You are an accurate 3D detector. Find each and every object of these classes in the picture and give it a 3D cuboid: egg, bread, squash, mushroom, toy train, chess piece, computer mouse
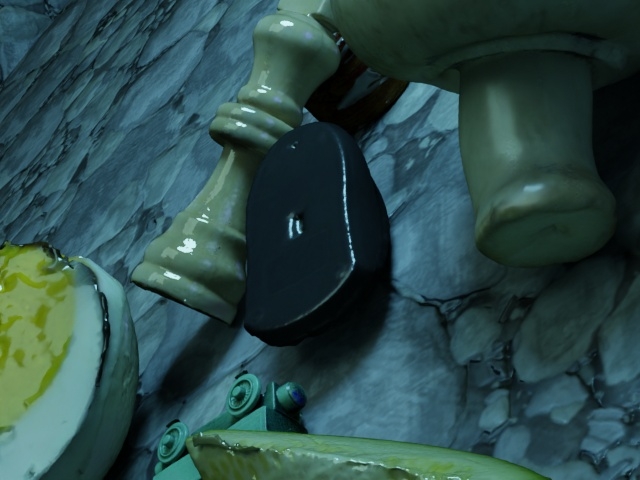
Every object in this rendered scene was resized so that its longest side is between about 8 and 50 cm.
[{"bbox_3d":[-0.309,0.172,1.373,0.337,0.201,0.337,-15,57,25],"label":"egg"},{"bbox_3d":[0.040,-0.199,1.488,0.160,0.073,0.160,-39,25,22],"label":"bread"},{"bbox_3d":[0.040,0.154,0.926,0.252,0.093,0.169,-36,72,28],"label":"squash"},{"bbox_3d":[0.158,-0.193,1.017,0.315,0.315,0.356,-36,20,27],"label":"mushroom"},{"bbox_3d":[-0.079,0.184,1.136,0.172,0.070,0.099,-36,38,28],"label":"toy train"},{"bbox_3d":[-0.068,-0.113,1.383,0.117,0.117,0.397,11,76,63],"label":"chess piece"},{"bbox_3d":[0.000,0.000,1.246,0.137,0.086,0.269,-30,37,24],"label":"computer mouse"}]
